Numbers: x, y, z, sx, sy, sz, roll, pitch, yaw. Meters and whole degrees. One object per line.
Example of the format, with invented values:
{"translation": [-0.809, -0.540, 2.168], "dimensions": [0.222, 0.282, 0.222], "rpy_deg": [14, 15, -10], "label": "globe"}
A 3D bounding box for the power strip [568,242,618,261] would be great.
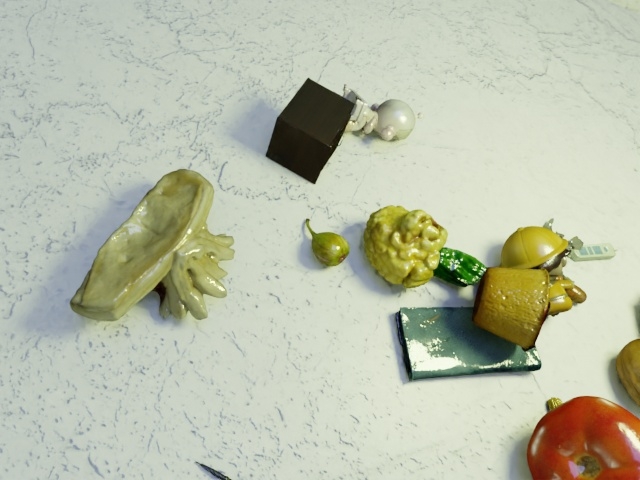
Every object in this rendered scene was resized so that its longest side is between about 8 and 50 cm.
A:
{"translation": [0.852, 0.036, 1.655], "dimensions": [0.191, 0.030, 0.047], "rpy_deg": [-3, 63, -18], "label": "power strip"}

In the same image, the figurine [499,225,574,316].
{"translation": [0.607, 0.082, 1.467], "dimensions": [0.192, 0.167, 0.257], "rpy_deg": [-21, 68, 7], "label": "figurine"}

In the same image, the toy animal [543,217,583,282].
{"translation": [0.689, 0.006, 1.585], "dimensions": [0.155, 0.095, 0.219], "rpy_deg": [12, 57, -16], "label": "toy animal"}

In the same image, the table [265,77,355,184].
{"translation": [-0.022, -0.307, 1.497], "dimensions": [0.172, 0.169, 0.193], "rpy_deg": [29, 56, 0], "label": "table"}

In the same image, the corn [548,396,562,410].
{"translation": [0.603, 0.443, 1.343], "dimensions": [0.037, 0.037, 0.092], "rpy_deg": [4, 64, -15], "label": "corn"}

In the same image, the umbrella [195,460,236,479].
{"translation": [-0.191, 0.488, 1.081], "dimensions": [0.148, 0.022, 0.022], "rpy_deg": [26, 15, -1], "label": "umbrella"}

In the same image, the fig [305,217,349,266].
{"translation": [0.007, 0.011, 1.399], "dimensions": [0.093, 0.093, 0.166], "rpy_deg": [-25, 32, -28], "label": "fig"}

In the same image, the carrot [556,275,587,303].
{"translation": [0.689, 0.119, 1.552], "dimensions": [0.191, 0.047, 0.047], "rpy_deg": [36, 57, 9], "label": "carrot"}

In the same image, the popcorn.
{"translation": [0.218, 0.003, 1.376], "dimensions": [0.200, 0.203, 0.226], "rpy_deg": [15, 53, -13], "label": "popcorn"}

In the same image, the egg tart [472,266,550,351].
{"translation": [0.481, 0.159, 1.331], "dimensions": [0.170, 0.215, 0.215], "rpy_deg": [14, 56, 12], "label": "egg tart"}

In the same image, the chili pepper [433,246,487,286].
{"translation": [0.408, 0.093, 1.458], "dimensions": [0.253, 0.083, 0.099], "rpy_deg": [25, 58, -8], "label": "chili pepper"}

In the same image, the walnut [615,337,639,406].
{"translation": [0.884, 0.359, 1.400], "dimensions": [0.167, 0.167, 0.207], "rpy_deg": [-4, 54, -19], "label": "walnut"}

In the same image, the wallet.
{"translation": [0.383, 0.258, 1.374], "dimensions": [0.379, 0.046, 0.191], "rpy_deg": [1, 60, -16], "label": "wallet"}

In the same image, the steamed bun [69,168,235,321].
{"translation": [-0.334, 0.036, 1.221], "dimensions": [0.247, 0.189, 0.428], "rpy_deg": [8, 53, 21], "label": "steamed bun"}

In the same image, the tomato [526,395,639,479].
{"translation": [0.626, 0.495, 1.185], "dimensions": [0.226, 0.298, 0.299], "rpy_deg": [22, 52, -39], "label": "tomato"}

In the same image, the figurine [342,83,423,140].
{"translation": [0.186, -0.385, 1.634], "dimensions": [0.256, 0.182, 0.145], "rpy_deg": [6, 102, -21], "label": "figurine"}
